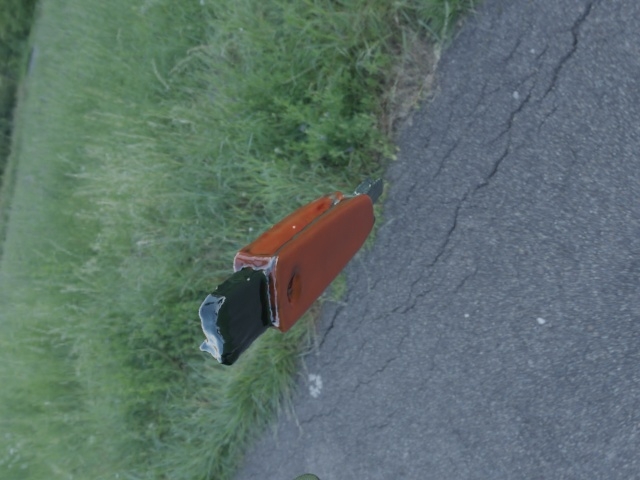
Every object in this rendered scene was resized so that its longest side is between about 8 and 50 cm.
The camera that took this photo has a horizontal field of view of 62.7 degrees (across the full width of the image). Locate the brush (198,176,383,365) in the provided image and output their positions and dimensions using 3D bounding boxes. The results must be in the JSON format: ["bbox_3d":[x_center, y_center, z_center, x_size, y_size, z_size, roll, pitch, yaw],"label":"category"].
[{"bbox_3d":[0.001,0.000,0.477,0.051,0.323,0.070,2,116,26],"label":"brush"}]

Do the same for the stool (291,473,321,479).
[{"bbox_3d":[0.020,0.373,0.469,0.264,0.179,0.179,47,122,2],"label":"stool"}]
